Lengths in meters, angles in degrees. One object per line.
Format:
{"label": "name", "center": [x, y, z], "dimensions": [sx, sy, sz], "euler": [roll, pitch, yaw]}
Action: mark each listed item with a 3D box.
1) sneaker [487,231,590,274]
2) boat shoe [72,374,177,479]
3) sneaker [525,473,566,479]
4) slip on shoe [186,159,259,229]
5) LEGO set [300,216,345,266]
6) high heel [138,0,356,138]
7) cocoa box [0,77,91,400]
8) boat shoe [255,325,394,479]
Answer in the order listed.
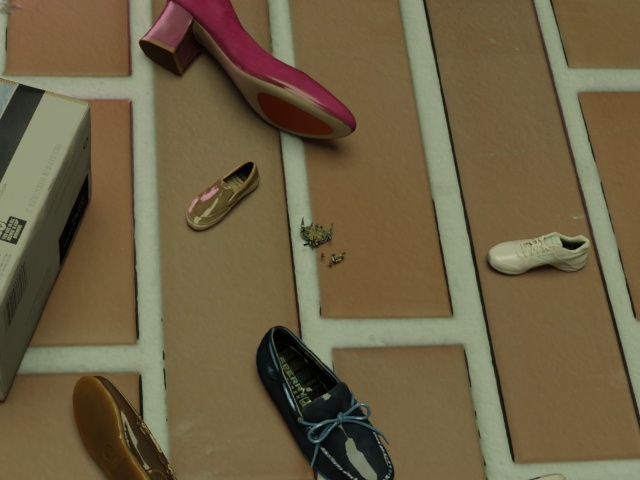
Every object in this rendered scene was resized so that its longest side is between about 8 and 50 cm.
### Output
{"label": "sneaker", "center": [0.315, 0.012, 1.927], "dimensions": [0.152, 0.061, 0.053], "euler": [-4, 59, -9]}
{"label": "boat shoe", "center": [-0.242, 0.259, 1.680], "dimensions": [0.073, 0.073, 0.207], "euler": [4, 50, -53]}
{"label": "sneaker", "center": [0.235, 0.388, 1.649], "dimensions": [0.226, 0.086, 0.163], "euler": [-12, 56, -17]}
{"label": "slip on shoe", "center": [-0.139, -0.067, 1.921], "dimensions": [0.135, 0.041, 0.051], "euler": [-37, 69, -27]}
{"label": "LEGO set", "center": [-0.001, 0.002, 1.912], "dimensions": [0.054, 0.023, 0.083], "euler": [-18, 74, -17]}
{"label": "high heel", "center": [-0.080, -0.292, 2.022], "dimensions": [0.377, 0.127, 0.181], "euler": [29, 68, 14]}
{"label": "cocoa box", "center": [-0.458, -0.017, 1.725], "dimensions": [0.228, 0.231, 0.347], "euler": [16, 56, 1]}
{"label": "boat shoe", "center": [-0.003, 0.221, 1.722], "dimensions": [0.109, 0.089, 0.258], "euler": [-36, 68, -27]}
